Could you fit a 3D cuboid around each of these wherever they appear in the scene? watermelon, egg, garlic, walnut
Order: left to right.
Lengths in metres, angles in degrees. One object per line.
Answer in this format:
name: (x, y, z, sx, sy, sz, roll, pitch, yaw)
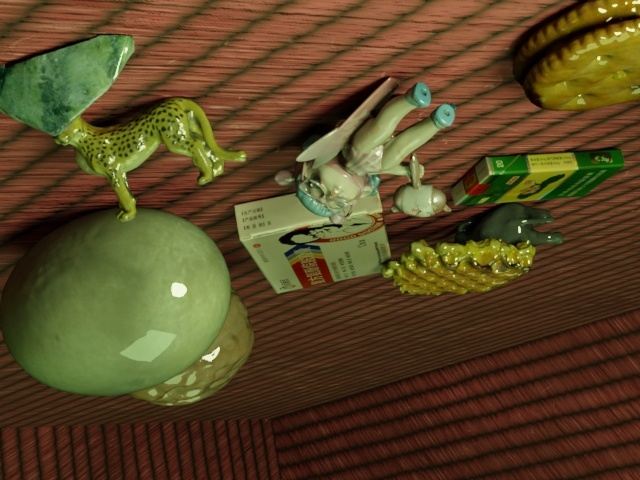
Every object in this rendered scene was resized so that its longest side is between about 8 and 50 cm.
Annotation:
watermelon: (-0.254, -0.148, 0.970, 0.180, 0.081, 0.094, -15, -171, 31)
garlic: (-0.254, -0.103, 1.128, 0.053, 0.041, 0.083, -3, 155, -40)
egg: (-0.282, 0.085, 1.351, 0.352, 0.258, 0.258, -17, 162, 24)
walnut: (-0.248, 0.162, 1.664, 0.273, 0.273, 0.227, -11, 130, 0)

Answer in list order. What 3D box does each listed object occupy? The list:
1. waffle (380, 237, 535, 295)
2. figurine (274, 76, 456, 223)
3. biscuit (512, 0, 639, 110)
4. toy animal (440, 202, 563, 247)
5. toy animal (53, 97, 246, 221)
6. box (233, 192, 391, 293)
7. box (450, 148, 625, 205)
waffle: (0.226, 0.045, 1.656, 0.243, 0.059, 0.238, 2, 164, -7)
figurine: (0.075, -0.102, 1.199, 0.205, 0.103, 0.260, 27, 142, -24)
biscuit: (0.327, -0.206, 1.103, 0.220, 0.066, 0.220, -9, 163, -3)
toy animal: (0.305, -0.001, 1.737, 0.137, 0.082, 0.269, 6, 161, -36)
toy animal: (-0.186, -0.108, 1.069, 0.181, 0.136, 0.073, -24, -168, 6)
box: (0.000, 0.000, 1.580, 0.214, 0.069, 0.353, -12, 161, 3)
box: (0.333, -0.097, 1.515, 0.235, 0.034, 0.132, -5, 163, -18)
